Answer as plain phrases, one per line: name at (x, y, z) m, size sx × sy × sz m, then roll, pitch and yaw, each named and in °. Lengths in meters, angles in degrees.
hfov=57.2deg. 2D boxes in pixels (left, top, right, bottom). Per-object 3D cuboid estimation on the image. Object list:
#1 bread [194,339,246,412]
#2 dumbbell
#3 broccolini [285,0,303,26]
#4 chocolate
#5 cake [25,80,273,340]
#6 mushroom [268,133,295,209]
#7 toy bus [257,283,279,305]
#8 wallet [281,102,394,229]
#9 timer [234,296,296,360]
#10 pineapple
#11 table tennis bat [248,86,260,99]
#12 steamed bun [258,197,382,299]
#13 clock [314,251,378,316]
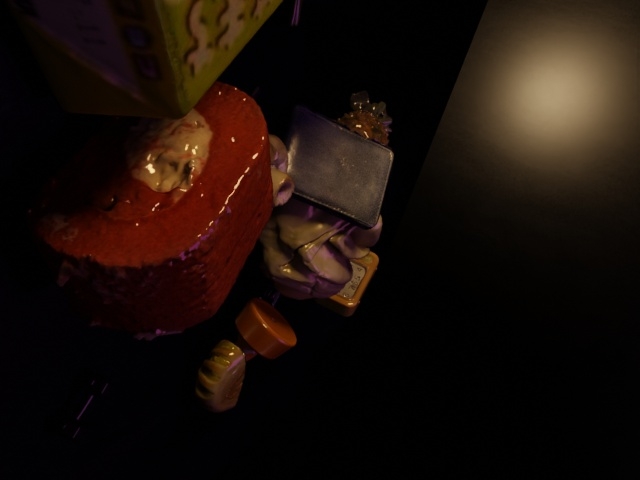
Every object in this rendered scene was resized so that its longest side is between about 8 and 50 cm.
bread at (-0.197, 0.269, 1.110) m, size 0.094 × 0.083 × 0.157 m, roll -50°, pitch 156°, yaw -44°
dumbbell at (-0.296, 0.206, 0.730) m, size 0.036 × 0.040 × 0.083 m, roll 49°, pitch 60°, yaw -40°
broccolini at (-0.040, -0.372, 0.746) m, size 0.123 × 0.062 × 0.271 m, roll -53°, pitch 163°, yaw -27°
chocolate at (-0.111, -0.277, 0.441) m, size 0.300 × 0.137 × 0.288 m, roll -59°, pitch 164°, yaw -29°
cake at (-0.151, -0.035, 0.598) m, size 0.150 × 0.177 × 0.282 m, roll 96°, pitch 20°, yaw -51°
mushroom at (-0.099, -0.089, 0.848) m, size 0.148 × 0.112 × 0.148 m, roll -49°, pitch 156°, yaw -31°
toy bus at (-0.131, 0.161, 1.287) m, size 0.052 × 0.037 × 0.130 m, roll 84°, pitch 30°, yaw -72°
wallet at (0.026, -0.126, 1.044) m, size 0.036 × 0.222 × 0.167 m, roll -18°, pitch -126°, yaw 64°
timer at (-0.146, 0.212, 1.197) m, size 0.152 × 0.132 × 0.132 m, roll -44°, pitch 169°, yaw 9°
pineapple at (0.099, -0.246, 1.327) m, size 0.310 × 0.141 × 0.170 m, roll -57°, pitch 140°, yaw -61°
table tennis bat at (-0.112, -0.193, 0.849) m, size 0.083 × 0.007 × 0.050 m, roll -58°, pitch 164°, yaw -26°
steamed bun at (0.001, 0.000, 1.171) m, size 0.288 × 0.203 × 0.276 m, roll -69°, pitch 164°, yaw 14°
clock at (0.076, 0.113, 1.766) m, size 0.202 × 0.144 × 0.096 m, roll -60°, pitch 172°, yaw -29°
